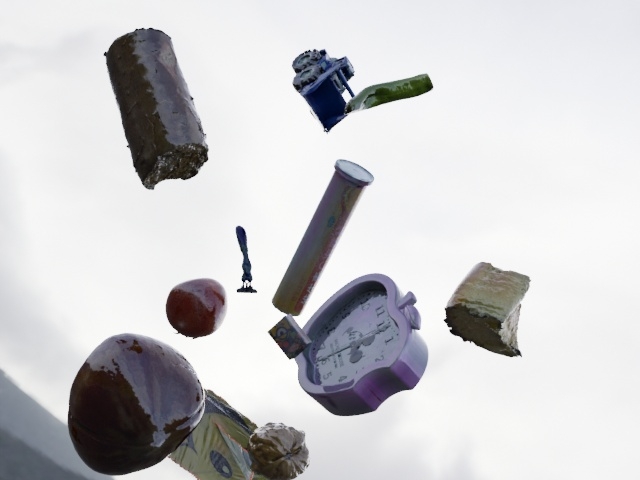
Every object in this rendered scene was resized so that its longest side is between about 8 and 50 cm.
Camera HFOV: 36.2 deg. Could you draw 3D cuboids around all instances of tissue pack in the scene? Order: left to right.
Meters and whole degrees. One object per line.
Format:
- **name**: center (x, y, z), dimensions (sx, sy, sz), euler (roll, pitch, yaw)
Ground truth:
- **tissue pack**: center (-0.067, 0.212, 2.149), dimensions (0.083, 0.063, 0.035), euler (52, 19, 13)

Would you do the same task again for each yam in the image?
- **yam**: center (-0.262, -0.209, 1.573), dimensions (0.129, 0.128, 0.238), euler (32, 36, -65)

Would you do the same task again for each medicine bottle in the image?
- **medicine bottle**: center (0.000, 0.000, 2.503), dimensions (0.108, 0.108, 0.426), euler (31, -66, 12)

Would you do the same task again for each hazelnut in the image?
- **hazelnut**: center (-0.303, 0.275, 1.584), dimensions (0.230, 0.229, 0.229), euler (28, -28, 17)

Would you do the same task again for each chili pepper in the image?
- **chili pepper**: center (0.125, -0.281, 1.883), dimensions (0.050, 0.202, 0.052), euler (58, -24, 31)

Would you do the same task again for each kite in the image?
- **kite**: center (-0.175, 0.416, 1.900), dimensions (0.378, 0.013, 0.327), euler (12, 39, -57)

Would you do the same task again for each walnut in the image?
- **walnut**: center (-0.053, 0.271, 1.256), dimensions (0.079, 0.082, 0.096), euler (54, -20, -3)

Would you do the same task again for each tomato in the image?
- **tomato**: center (-0.309, 0.165, 2.467), dimensions (0.167, 0.167, 0.167), euler (28, -28, 17)

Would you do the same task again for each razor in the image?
- **razor**: center (-0.152, 0.033, 1.962), dimensions (0.044, 0.154, 0.028), euler (4, -30, -24)

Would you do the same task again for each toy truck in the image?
- **toy truck**: center (0.016, -0.336, 2.139), dimensions (0.126, 0.208, 0.113), euler (-24, -54, 16)

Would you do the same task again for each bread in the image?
- **bread**: center (0.293, 0.149, 1.754), dimensions (0.140, 0.169, 0.160), euler (16, -60, 26)

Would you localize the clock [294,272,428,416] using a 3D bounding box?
- **clock**: center (0.100, 0.234, 2.219), dimensions (0.339, 0.338, 0.102), euler (4, -35, 47)
